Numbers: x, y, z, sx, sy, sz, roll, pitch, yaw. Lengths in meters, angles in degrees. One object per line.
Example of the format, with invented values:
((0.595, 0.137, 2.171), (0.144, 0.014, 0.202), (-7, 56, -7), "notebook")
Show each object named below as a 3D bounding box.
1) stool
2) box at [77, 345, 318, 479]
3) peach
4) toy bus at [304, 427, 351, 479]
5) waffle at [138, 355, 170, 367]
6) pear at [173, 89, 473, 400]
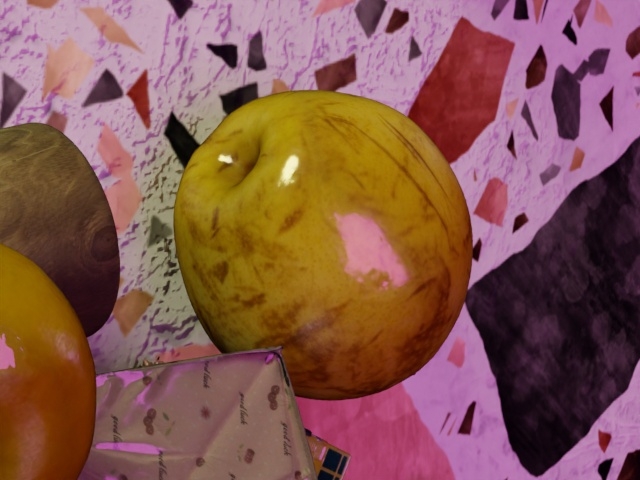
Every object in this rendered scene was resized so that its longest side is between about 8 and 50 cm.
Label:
((-0.302, 0.024, 1.025), (0.264, 0.179, 0.179), (-19, 110, -40), "stool")
((-0.164, 0.227, 1.114), (0.297, 0.190, 0.225), (-7, 75, -34), "box")
((-0.258, 0.109, 0.873), (0.251, 0.153, 0.251), (-9, 105, -38), "peach")
((-0.048, 0.268, 1.370), (0.101, 0.088, 0.175), (32, 75, -40), "toy bus")
((-0.153, 0.150, 1.292), (0.075, 0.029, 0.083), (28, 75, -43), "waffle")
((0.000, 0.000, 1.254), (0.281, 0.281, 0.280), (-9, 103, -42), "pear")
